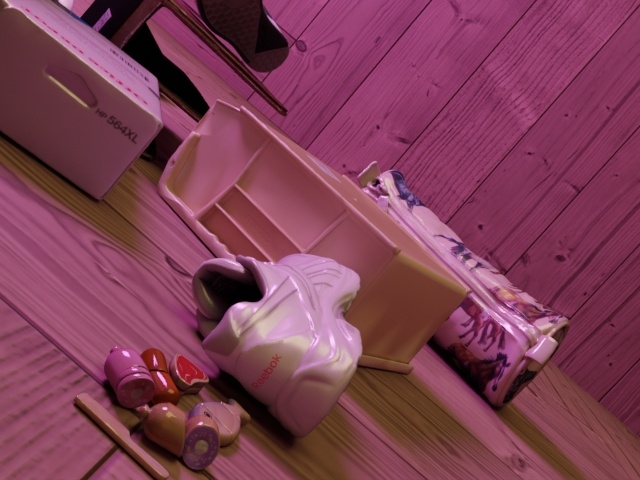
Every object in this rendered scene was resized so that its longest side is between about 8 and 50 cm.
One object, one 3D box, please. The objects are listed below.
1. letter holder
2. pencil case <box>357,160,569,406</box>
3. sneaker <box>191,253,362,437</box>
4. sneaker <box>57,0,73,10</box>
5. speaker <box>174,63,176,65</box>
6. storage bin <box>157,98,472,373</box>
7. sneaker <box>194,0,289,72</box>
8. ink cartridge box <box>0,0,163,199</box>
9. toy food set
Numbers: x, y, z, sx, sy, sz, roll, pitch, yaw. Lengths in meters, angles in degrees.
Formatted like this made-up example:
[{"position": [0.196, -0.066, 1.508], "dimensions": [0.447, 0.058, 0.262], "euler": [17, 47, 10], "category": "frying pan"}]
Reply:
[{"position": [-0.184, -0.200, 0.989], "dimensions": [0.214, 0.152, 0.302], "euler": [39, 8, -28], "category": "letter holder"}, {"position": [0.188, 0.063, 1.221], "dimensions": [0.410, 0.160, 0.183], "euler": [45, -7, 30], "category": "pencil case"}, {"position": [-0.036, 0.042, 0.587], "dimensions": [0.115, 0.090, 0.232], "euler": [36, 8, -11], "category": "sneaker"}, {"position": [-0.400, -0.362, 0.996], "dimensions": [0.147, 0.104, 0.295], "euler": [40, 10, -43], "category": "sneaker"}, {"position": [-0.277, -0.278, 1.304], "dimensions": [0.055, 0.055, 0.136], "euler": [43, 8, 13], "category": "speaker"}, {"position": [0.000, 0.000, 0.849], "dimensions": [0.260, 0.123, 0.262], "euler": [44, 9, 27], "category": "storage bin"}, {"position": [-0.130, -0.328, 1.027], "dimensions": [0.163, 0.086, 0.226], "euler": [59, 2, 24], "category": "sneaker"}, {"position": [-0.218, -0.134, 0.687], "dimensions": [0.148, 0.086, 0.203], "euler": [38, 9, -22], "category": "ink cartridge box"}, {"position": [-0.076, 0.080, 0.421], "dimensions": [0.078, 0.019, 0.122], "euler": [41, 8, 5], "category": "toy food set"}]
